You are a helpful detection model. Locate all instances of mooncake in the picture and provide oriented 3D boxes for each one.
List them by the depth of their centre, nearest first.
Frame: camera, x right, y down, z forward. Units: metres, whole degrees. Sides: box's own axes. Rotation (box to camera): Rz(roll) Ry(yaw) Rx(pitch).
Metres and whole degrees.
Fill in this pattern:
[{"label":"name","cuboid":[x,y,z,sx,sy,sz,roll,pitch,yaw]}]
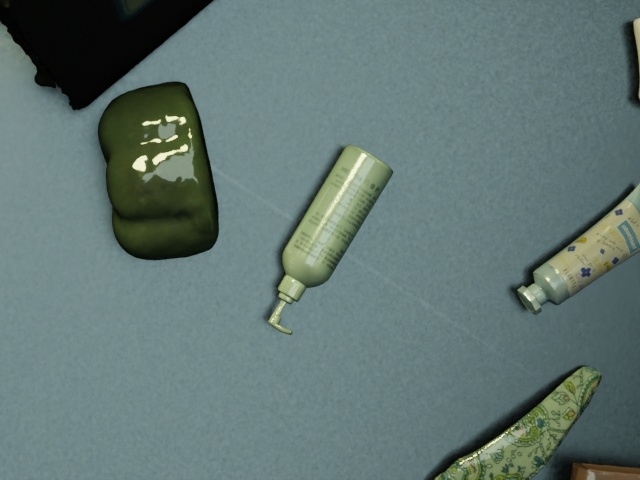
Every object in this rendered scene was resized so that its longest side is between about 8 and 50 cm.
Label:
[{"label":"mooncake","cuboid":[-0.154,-0.067,1.787,0.104,0.168,0.175,-11,61,2]}]

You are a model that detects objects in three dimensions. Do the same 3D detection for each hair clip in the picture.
[{"label":"hair clip","cuboid":[0.199,0.208,1.884,0.229,0.036,0.066,-40,103,-5]}]

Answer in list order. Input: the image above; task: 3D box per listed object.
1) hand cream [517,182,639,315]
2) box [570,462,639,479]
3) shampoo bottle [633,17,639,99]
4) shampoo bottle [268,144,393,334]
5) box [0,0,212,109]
[{"label":"hand cream","cuboid":[0.275,0.015,1.887,0.171,0.043,0.065,-35,101,-10]},{"label":"box","cuboid":[0.346,0.338,1.883,0.215,0.086,0.215,7,91,-8]},{"label":"shampoo bottle","cuboid":[0.356,-0.178,1.891,0.072,0.043,0.099,-3,92,-8]},{"label":"shampoo bottle","cuboid":[0.000,0.000,1.840,0.056,0.056,0.195,33,87,-8]},{"label":"box","cuboid":[-0.146,-0.291,1.673,0.350,0.359,0.091,-42,78,-6]}]
